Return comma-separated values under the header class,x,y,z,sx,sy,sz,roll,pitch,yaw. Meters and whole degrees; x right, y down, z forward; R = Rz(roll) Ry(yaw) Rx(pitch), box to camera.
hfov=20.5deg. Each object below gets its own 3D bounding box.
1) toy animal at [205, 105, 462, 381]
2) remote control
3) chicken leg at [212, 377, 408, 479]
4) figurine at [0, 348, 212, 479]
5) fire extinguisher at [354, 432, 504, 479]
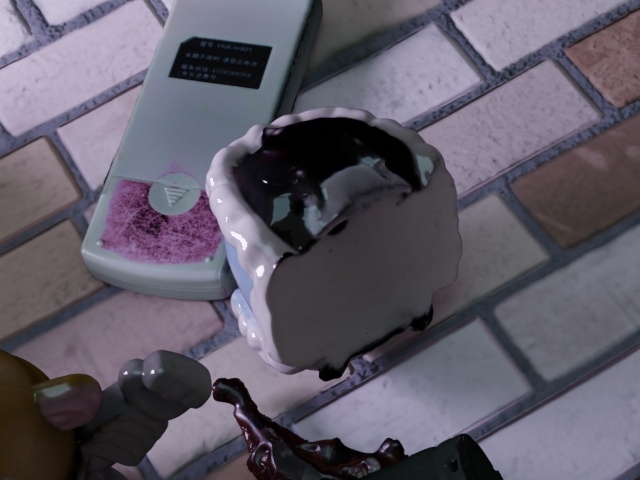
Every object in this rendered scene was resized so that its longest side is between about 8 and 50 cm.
class,x,y,z,sx,sy,sz,roll,pitch,yaw
toy animal,0.000,0.000,1.482,0.208,0.204,0.156,-29,37,-25
remote control,-0.106,-0.102,1.642,0.145,0.050,0.344,10,60,14
chicken leg,-0.004,0.183,1.448,0.219,0.048,0.089,19,59,19
figurine,-0.252,0.175,1.350,0.343,0.285,0.167,-34,58,-15
fire extinguisher,-0.010,0.243,1.354,0.311,0.095,0.114,-27,88,14
